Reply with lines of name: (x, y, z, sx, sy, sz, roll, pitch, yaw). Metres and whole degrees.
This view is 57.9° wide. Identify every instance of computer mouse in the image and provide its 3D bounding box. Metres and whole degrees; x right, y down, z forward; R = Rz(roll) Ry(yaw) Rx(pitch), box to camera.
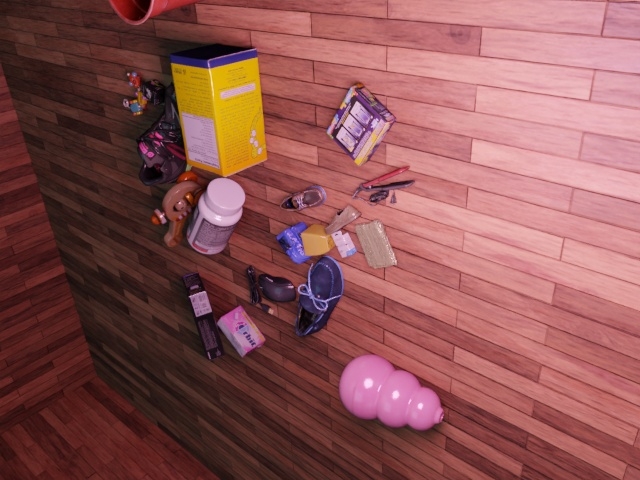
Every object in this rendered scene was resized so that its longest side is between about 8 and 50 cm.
computer mouse: (-0.193, 0.210, 2.169, 0.261, 0.060, 0.184, 17, 124, 40)

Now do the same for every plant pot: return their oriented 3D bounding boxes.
plant pot: (-0.453, -0.785, 1.670, 0.272, 0.265, 0.273, 24, 128, 35)
plant pot: (0.000, 0.000, 1.829, 0.083, 0.081, 0.081, 5, 117, 34)

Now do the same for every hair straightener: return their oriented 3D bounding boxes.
hair straightener: (0.171, -0.133, 1.593, 0.230, 0.047, 0.089, -17, 101, 50)

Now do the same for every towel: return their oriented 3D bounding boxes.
towel: (0.164, 0.013, 1.706, 0.110, 0.027, 0.148, -12, 105, 50)

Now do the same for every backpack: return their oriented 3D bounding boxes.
backpack: (-0.069, 0.010, 1.890, 0.101, 0.098, 0.120, -35, 86, 46)

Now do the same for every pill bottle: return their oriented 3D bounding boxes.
pill bottle: (-0.378, -0.087, 2.100, 0.161, 0.161, 0.283, 50, 139, 11)

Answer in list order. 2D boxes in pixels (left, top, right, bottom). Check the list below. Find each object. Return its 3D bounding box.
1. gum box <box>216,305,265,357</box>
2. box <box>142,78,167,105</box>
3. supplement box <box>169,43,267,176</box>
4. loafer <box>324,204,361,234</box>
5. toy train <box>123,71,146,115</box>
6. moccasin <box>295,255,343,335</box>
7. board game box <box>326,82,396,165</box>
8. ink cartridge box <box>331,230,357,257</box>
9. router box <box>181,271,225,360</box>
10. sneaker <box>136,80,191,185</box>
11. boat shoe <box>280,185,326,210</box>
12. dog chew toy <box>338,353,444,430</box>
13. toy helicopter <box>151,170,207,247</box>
gum box: (-0.321, 0.375, 2.366, 0.188, 0.107, 0.062, 51, 140, 10)
box: (-0.608, -0.547, 2.133, 0.083, 0.062, 0.052, 40, 138, 21)
supplement box: (-0.312, -0.410, 1.808, 0.194, 0.195, 0.357, 21, 127, 37)
loafer: (0.062, -0.064, 1.746, 0.148, 0.056, 0.050, -31, 89, 40)
toy train: (-0.709, -0.566, 2.242, 0.125, 0.046, 0.166, 50, 136, 13)
moccasin: (-0.008, 0.206, 1.931, 0.137, 0.116, 0.342, 33, 134, 28)
board game box: (0.107, -0.309, 1.552, 0.141, 0.048, 0.170, 47, 138, 11)
ink cartridge box: (0.072, 0.007, 1.794, 0.048, 0.028, 0.083, -20, 99, 50)
router box: (-0.500, 0.317, 2.458, 0.243, 0.080, 0.309, -140, 35, -65)
sneaker: (-0.546, -0.354, 2.078, 0.185, 0.202, 0.483, 45, 138, 15)
boat shoe: (-0.056, -0.122, 1.818, 0.183, 0.066, 0.066, -16, 102, 49)
dog chew toy: (0.225, 0.488, 1.813, 0.331, 0.206, 0.207, 16, 124, 30)
toy helicopter: (-0.561, -0.087, 2.231, 0.140, 0.235, 0.355, 44, 138, 17)
